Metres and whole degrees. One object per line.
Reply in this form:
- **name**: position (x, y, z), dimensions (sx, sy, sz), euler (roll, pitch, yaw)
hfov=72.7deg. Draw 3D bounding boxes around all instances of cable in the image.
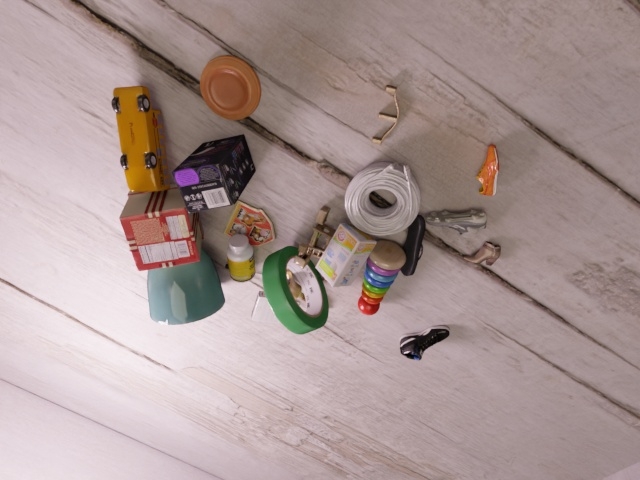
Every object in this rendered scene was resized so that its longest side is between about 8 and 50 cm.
- **cable**: position (0.211, -0.141, 1.490), dimensions (0.257, 0.089, 0.257), euler (-16, 119, 19)

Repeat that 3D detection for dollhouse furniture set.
- **dollhouse furniture set**: position (0.000, 0.000, 1.556), dimensions (0.101, 0.161, 0.182), euler (27, 125, 9)

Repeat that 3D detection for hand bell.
- **hand bell**: position (-0.066, 0.231, 1.780), dimensions (0.242, 0.126, 0.126), euler (34, 122, -27)

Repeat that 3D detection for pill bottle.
- **pill bottle**: position (-0.308, 0.069, 1.682), dimensions (0.103, 0.103, 0.184), euler (7, 133, 5)

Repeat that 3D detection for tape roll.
- **tape roll**: position (-0.086, 0.180, 1.601), dimensions (0.077, 0.321, 0.321), euler (-25, 115, 23)

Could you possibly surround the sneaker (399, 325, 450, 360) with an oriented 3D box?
- **sneaker**: position (0.435, 0.435, 1.798), dimensions (0.216, 0.121, 0.079), euler (-20, 118, 20)

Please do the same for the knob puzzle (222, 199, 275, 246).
- **knob puzzle**: position (-0.262, -0.042, 1.663), dimensions (0.213, 0.030, 0.213), euler (4, 122, 6)

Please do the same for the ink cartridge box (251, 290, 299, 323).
- **ink cartridge box**: position (-0.194, 0.290, 1.868), dimensions (0.179, 0.045, 0.146), euler (9, 124, -19)

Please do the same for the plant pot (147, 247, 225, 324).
- **plant pot**: position (-0.532, 0.152, 1.689), dimensions (0.292, 0.293, 0.235), euler (-1, 110, 9)

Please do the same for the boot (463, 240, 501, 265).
- **boot**: position (0.590, 0.043, 1.577), dimensions (0.118, 0.042, 0.087), euler (10, 117, 1)

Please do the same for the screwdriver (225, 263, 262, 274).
- **screwdriver**: position (-0.306, 0.119, 1.782), dimensions (0.169, 0.024, 0.025), euler (8, 94, -4)

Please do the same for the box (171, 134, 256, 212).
- **box**: position (-0.336, -0.222, 1.415), dimensions (0.165, 0.270, 0.143), euler (-7, 121, 14)

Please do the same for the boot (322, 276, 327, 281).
- **boot**: position (0.078, 0.125, 1.699), dimensions (0.084, 0.059, 0.158), euler (40, 119, -22)

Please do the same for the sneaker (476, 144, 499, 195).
- **sneaker**: position (0.539, -0.222, 1.401), dimensions (0.067, 0.064, 0.175), euler (5, 121, 18)

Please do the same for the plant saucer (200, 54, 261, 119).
- **plant saucer**: position (-0.290, -0.480, 1.385), dimensions (0.199, 0.037, 0.200), euler (4, 123, 6)

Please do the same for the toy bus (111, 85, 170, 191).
- **toy bus**: position (-0.587, -0.329, 1.440), dimensions (0.108, 0.130, 0.333), euler (-1, 103, 10)

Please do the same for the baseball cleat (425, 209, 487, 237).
- **baseball cleat**: position (0.471, -0.052, 1.515), dimensions (0.205, 0.072, 0.110), euler (-2, 128, 15)

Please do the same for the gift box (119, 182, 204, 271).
- **gift box**: position (-0.538, -0.056, 1.572), dimensions (0.276, 0.258, 0.255), euler (-6, 121, -10)

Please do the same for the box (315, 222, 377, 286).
- **box**: position (0.090, 0.052, 1.558), dimensions (0.103, 0.114, 0.203), euler (3, 125, -46)

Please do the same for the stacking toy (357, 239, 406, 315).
- **stacking toy**: position (0.217, 0.160, 1.669), dimensions (0.141, 0.141, 0.330), euler (13, 130, 1)

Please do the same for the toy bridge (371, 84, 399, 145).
- **toy bridge**: position (0.213, -0.386, 1.369), dimensions (0.063, 0.026, 0.188), euler (12, 124, 0)

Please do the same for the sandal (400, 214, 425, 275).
- **sandal**: position (0.344, 0.027, 1.577), dimensions (0.054, 0.097, 0.255), euler (-4, 126, -20)
